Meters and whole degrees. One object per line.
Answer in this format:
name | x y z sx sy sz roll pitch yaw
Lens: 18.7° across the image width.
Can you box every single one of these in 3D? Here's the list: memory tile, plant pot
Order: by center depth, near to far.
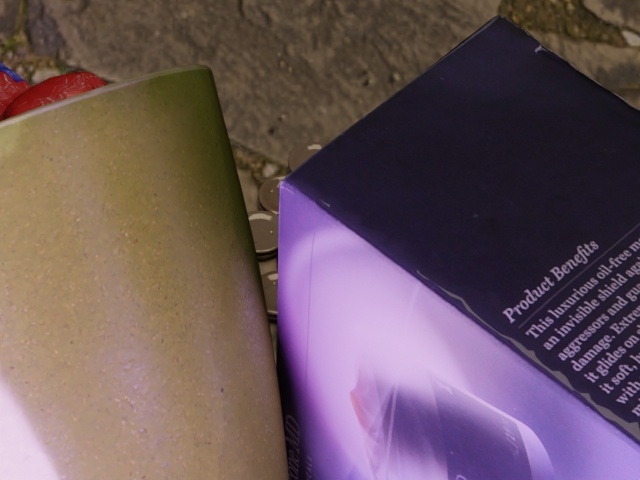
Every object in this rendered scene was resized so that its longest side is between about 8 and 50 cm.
plant pot | -0.131 0.096 1.010 0.274 0.275 0.294 -22 91 -20
memory tile | 0.000 0.000 1.274 0.113 0.012 0.148 24 53 17

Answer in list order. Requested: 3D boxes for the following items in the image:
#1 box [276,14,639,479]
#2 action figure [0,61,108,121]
box | 0.133 0.098 1.014 0.294 0.296 0.182 37 58 27
action figure | -0.206 -0.066 1.280 0.091 0.139 0.280 -38 39 -26
